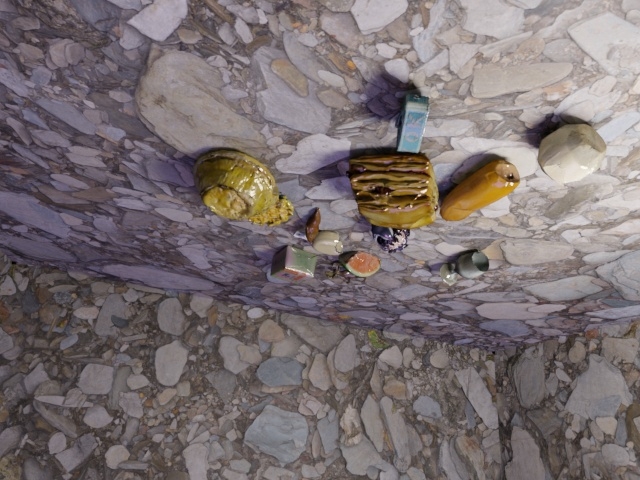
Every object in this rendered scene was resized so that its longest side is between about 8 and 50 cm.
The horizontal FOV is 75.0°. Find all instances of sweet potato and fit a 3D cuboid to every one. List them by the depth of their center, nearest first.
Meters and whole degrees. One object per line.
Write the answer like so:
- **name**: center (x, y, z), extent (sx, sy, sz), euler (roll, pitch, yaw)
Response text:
- **sweet potato**: center (-0.033, -0.076, 1.855), extent (0.068, 0.068, 0.226), euler (10, 137, -6)

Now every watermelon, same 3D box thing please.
- **watermelon**: center (0.191, 0.126, 2.189), extent (0.231, 0.129, 0.146), euler (19, 170, -30)

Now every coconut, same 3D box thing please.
- **coconut**: center (0.703, -0.240, 1.187), extent (0.160, 0.161, 0.162), euler (15, 146, -18)

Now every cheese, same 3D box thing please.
- **cheese**: center (-0.010, 0.007, 2.002), extent (0.248, 0.071, 0.163), euler (7, 154, -1)

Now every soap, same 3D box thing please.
- **soap**: center (-0.147, 0.134, 2.232), extent (0.182, 0.139, 0.199), euler (21, 153, -25)

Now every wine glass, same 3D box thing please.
- **wine glass**: center (0.699, 0.134, 2.031), extent (0.126, 0.127, 0.241), euler (17, 154, -20)

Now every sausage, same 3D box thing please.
- **sausage**: center (0.532, -0.159, 1.460), extent (0.134, 0.116, 0.354), euler (0, 161, -20)

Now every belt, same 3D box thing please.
- **belt**: center (0.248, -0.323, 1.151), extent (0.082, 0.148, 0.163), euler (8, 127, 4)

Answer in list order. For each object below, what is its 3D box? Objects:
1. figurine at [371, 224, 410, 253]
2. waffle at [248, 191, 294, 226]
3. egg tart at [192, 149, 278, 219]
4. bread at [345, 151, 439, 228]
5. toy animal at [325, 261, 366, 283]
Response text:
- **figurine**: center (0.300, -0.033, 1.795), extent (0.145, 0.146, 0.222), euler (-7, 163, 27)
- **waffle**: center (-0.256, -0.136, 1.772), extent (0.262, 0.060, 0.280), euler (25, 150, -34)
- **egg tart**: center (-0.329, -0.178, 1.561), extent (0.344, 0.133, 0.345), euler (9, 146, 6)
- **bread**: center (0.260, -0.142, 1.478), extent (0.313, 0.192, 0.370), euler (-1, 155, 15)
- **toy animal**: center (0.142, 0.179, 2.329), extent (0.214, 0.094, 0.186), euler (-8, 157, 14)
